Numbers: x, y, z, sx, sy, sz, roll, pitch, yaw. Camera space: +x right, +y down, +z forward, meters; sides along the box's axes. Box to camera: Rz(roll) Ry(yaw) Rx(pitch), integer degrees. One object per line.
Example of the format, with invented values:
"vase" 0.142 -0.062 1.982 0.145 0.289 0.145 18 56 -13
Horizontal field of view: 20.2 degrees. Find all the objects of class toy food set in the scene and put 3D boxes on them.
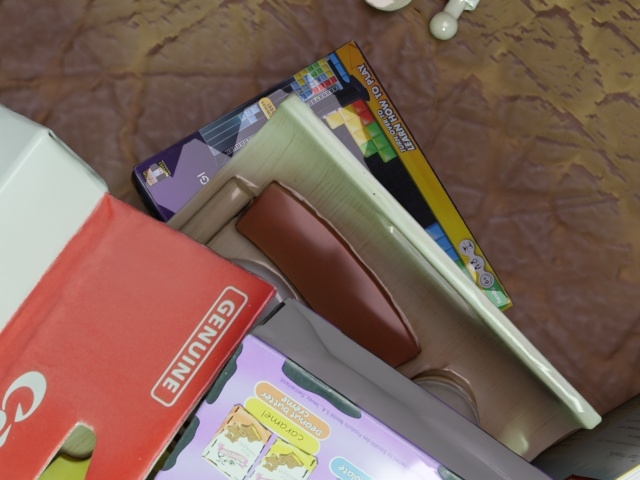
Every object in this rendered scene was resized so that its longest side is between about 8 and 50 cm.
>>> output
"toy food set" -0.044 0.109 0.895 0.306 0.092 0.220 -44 91 11

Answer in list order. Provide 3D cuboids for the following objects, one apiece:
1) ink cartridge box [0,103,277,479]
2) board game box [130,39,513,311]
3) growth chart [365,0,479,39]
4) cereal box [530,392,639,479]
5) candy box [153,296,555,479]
"ink cartridge box" -0.202 0.077 0.849 0.261 0.066 0.296 27 77 40
"board game box" 0.000 0.000 0.972 0.141 0.048 0.170 -32 89 -11
"growth chart" 0.026 -0.240 1.015 0.237 0.021 0.172 41 81 -2
"cereal box" 0.201 0.097 0.928 0.240 0.173 0.047 -30 90 -9
"candy box" -0.007 0.155 0.822 0.165 0.070 0.196 35 109 4
